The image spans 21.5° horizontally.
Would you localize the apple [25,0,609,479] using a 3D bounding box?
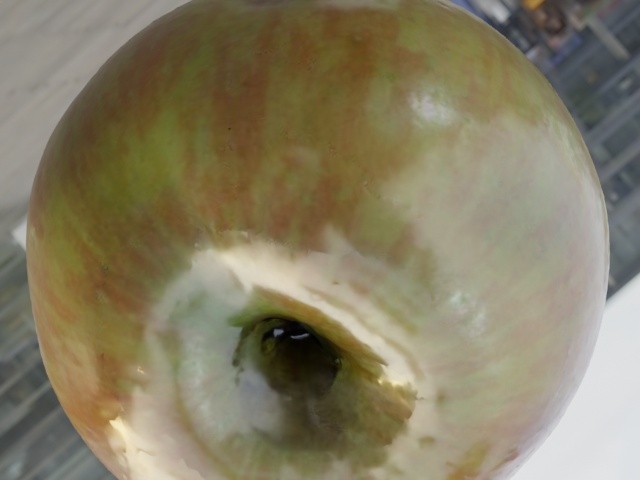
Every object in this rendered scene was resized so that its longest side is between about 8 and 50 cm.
[{"bbox_3d":[0.000,0.000,0.775,0.264,0.264,0.264,-41,179,-1],"label":"apple"}]
